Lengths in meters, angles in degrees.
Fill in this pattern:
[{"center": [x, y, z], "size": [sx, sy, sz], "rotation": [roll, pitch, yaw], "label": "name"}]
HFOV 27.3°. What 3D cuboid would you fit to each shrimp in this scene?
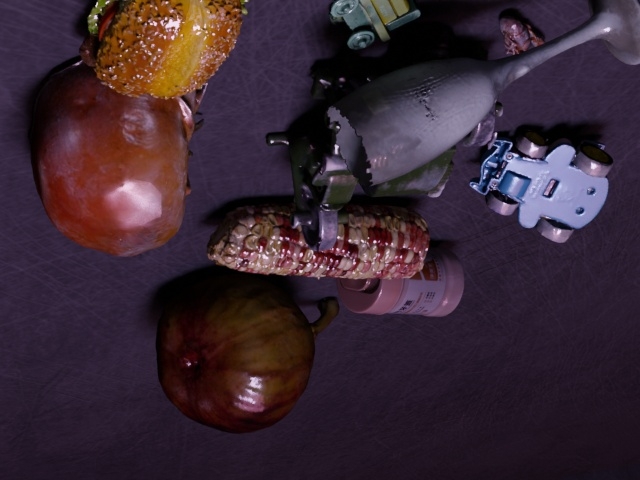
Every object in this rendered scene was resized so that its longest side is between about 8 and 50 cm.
[{"center": [0.206, -0.201, 1.351], "size": [0.029, 0.038, 0.092], "rotation": [22, -178, 38], "label": "shrimp"}]

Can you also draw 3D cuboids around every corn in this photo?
[{"center": [0.000, 0.000, 1.612], "size": [0.290, 0.098, 0.098], "rotation": [2, 152, -25], "label": "corn"}]

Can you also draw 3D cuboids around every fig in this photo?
[{"center": [-0.065, 0.130, 1.786], "size": [0.321, 0.217, 0.217], "rotation": [-20, 167, -47], "label": "fig"}]

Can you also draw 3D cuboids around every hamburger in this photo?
[{"center": [-0.138, -0.180, 1.141], "size": [0.137, 0.087, 0.166], "rotation": [1, 152, -31], "label": "hamburger"}]

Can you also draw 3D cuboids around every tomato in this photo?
[{"center": [-0.193, -0.067, 1.290], "size": [0.181, 0.155, 0.214], "rotation": [-6, 156, -9], "label": "tomato"}]

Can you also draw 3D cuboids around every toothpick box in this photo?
[{"center": [0.108, 0.053, 1.777], "size": [0.149, 0.098, 0.098], "rotation": [5, 150, -39], "label": "toothpick box"}]

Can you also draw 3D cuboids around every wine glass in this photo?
[{"center": [0.144, -0.212, 1.199], "size": [0.310, 0.096, 0.264], "rotation": [-26, 135, -13], "label": "wine glass"}]

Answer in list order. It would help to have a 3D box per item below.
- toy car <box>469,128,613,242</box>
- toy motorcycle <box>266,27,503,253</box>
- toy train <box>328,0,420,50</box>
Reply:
[{"center": [0.266, -0.082, 1.608], "size": [0.162, 0.098, 0.126], "rotation": [19, 120, -6], "label": "toy car"}, {"center": [0.069, -0.106, 1.392], "size": [0.205, 0.127, 0.275], "rotation": [-6, 148, -21], "label": "toy motorcycle"}, {"center": [0.041, -0.223, 1.202], "size": [0.081, 0.050, 0.122], "rotation": [-29, 155, 8], "label": "toy train"}]
